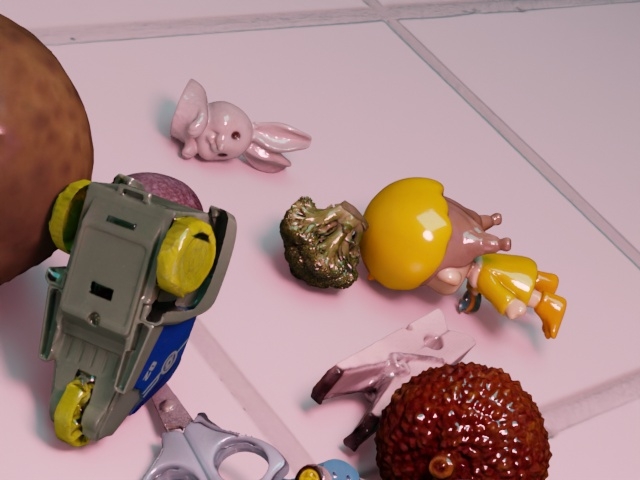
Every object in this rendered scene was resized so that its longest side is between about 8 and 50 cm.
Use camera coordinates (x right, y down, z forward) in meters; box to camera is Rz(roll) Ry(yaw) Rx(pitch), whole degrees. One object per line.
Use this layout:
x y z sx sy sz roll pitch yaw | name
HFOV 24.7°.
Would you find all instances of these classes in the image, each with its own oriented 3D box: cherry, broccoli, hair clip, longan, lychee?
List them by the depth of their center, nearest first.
-0.485 -0.116 1.840 0.391 0.391 0.391 18 35 -14 | longan
0.190 0.272 1.908 0.236 0.236 0.271 42 18 20 | lychee
-0.240 -0.015 2.055 0.176 0.140 0.176 29 36 -24 | cherry
0.108 0.187 2.082 0.101 0.085 0.331 41 30 15 | hair clip
0.000 0.000 2.199 0.162 0.138 0.146 37 19 -23 | broccoli

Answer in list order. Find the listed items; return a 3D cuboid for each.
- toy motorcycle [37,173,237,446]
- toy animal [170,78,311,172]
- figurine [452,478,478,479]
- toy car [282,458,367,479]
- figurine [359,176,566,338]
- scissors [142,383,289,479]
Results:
-0.234 0.092 1.809 0.191 0.326 0.200 20 9 24 | toy motorcycle
-0.133 -0.163 2.354 0.221 0.104 0.131 24 33 -4 | toy animal
0.193 0.451 1.715 0.218 0.206 0.365 -24 93 -30 | figurine
0.003 0.356 1.806 0.126 0.098 0.161 23 58 -49 | toy car
0.221 0.029 2.290 0.343 0.187 0.215 25 7 -13 | figurine
-0.181 0.228 1.841 0.191 0.029 0.360 -20 45 -17 | scissors
